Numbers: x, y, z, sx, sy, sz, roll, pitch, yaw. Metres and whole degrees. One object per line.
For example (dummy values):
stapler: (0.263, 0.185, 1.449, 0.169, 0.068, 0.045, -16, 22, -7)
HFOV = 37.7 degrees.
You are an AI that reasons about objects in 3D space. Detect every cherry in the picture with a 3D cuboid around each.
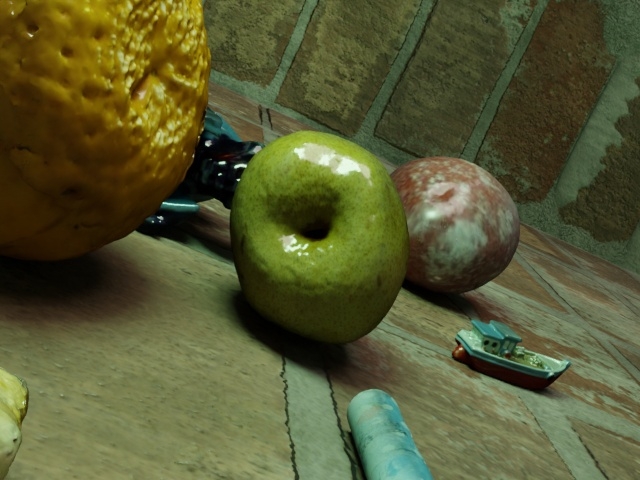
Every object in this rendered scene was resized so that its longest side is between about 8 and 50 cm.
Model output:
cherry: (0.200, -0.023, 1.504, 0.236, 0.213, 0.285, 7, 27, 18)

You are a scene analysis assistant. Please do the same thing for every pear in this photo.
pear: (0.000, 0.000, 1.001, 0.188, 0.228, 0.211, -12, -10, 4)

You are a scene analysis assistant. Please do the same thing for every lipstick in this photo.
lipstick: (0.055, 0.172, 0.748, 0.048, 0.048, 0.158, 23, 12, -13)

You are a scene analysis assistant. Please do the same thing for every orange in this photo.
orange: (-0.267, -0.152, 0.828, 0.293, 0.340, 0.340, 5, 4, 21)

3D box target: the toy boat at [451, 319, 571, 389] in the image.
toy boat: (0.252, 0.149, 1.220, 0.173, 0.059, 0.069, 21, 13, -22)

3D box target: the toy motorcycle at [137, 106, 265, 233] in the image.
toy motorcycle: (-0.238, -0.118, 1.177, 0.416, 0.172, 0.232, 13, 8, -15)

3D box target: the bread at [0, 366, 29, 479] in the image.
bread: (-0.207, 0.096, 0.472, 0.106, 0.082, 0.125, 32, -1, -18)
